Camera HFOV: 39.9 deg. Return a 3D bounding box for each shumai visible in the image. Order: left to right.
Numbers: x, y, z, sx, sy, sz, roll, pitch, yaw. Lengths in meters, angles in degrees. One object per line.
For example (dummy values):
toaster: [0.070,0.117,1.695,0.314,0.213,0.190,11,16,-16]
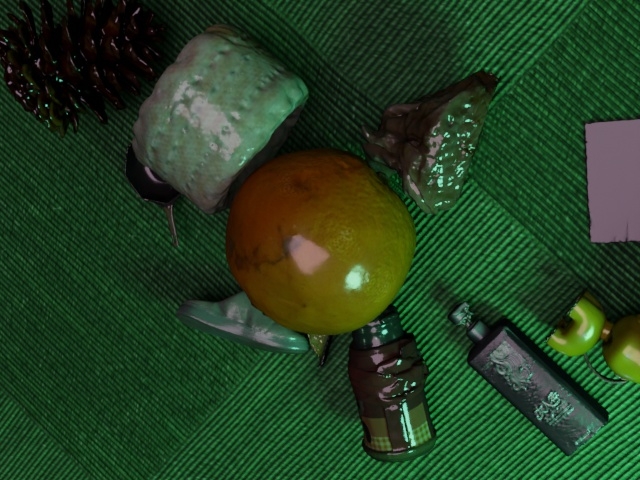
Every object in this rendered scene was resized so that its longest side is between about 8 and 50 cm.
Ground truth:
shumai: [0.157,-0.171,1.395,0.185,0.184,0.218,19,125,9]

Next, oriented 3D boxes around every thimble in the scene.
thimble: [-0.157,-0.200,1.442,0.195,0.291,0.291,40,111,0]

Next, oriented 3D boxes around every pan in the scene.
pan: [-0.297,-0.100,1.625,0.128,0.048,0.202,13,105,15]

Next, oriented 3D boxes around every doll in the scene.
doll: [0.484,0.176,1.412,0.221,0.143,0.135,33,111,14]

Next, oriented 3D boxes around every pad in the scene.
pad: [0.575,-0.097,1.384,0.300,0.005,0.202,-3,102,17]

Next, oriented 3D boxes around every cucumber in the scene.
cucumber: [0.010,0.119,1.588,0.070,0.046,0.220,23,107,13]

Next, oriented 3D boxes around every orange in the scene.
orange: [0.000,0.000,1.397,0.312,0.312,0.312,4,104,16]

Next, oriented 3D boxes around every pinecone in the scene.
pinecone: [-0.403,-0.323,1.517,0.292,0.246,0.246,-22,96,3]

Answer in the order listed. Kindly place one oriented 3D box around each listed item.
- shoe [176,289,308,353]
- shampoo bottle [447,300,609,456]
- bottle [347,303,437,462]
shoe: [-0.136,0.140,1.615,0.251,0.103,0.100,15,76,3]
shampoo bottle: [0.340,0.223,1.499,0.309,0.071,0.098,43,114,5]
bottle: [0.118,0.238,1.536,0.156,0.143,0.271,7,113,56]
